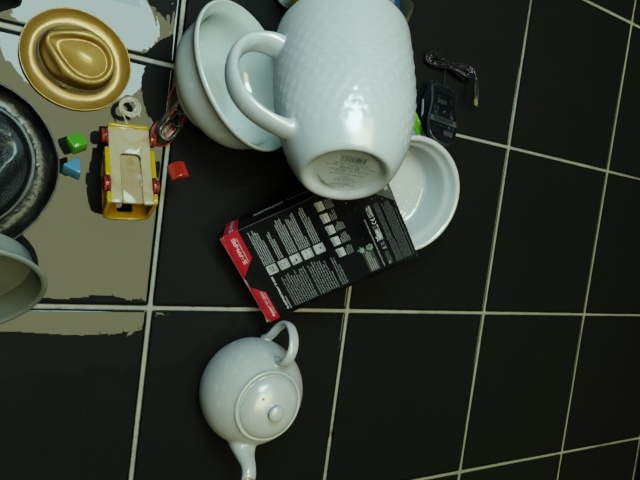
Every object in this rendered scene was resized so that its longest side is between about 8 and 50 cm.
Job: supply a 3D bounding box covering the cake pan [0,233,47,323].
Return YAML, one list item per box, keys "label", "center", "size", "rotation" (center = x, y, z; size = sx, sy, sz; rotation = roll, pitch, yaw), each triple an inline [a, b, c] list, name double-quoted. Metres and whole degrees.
- label: "cake pan"
  center: [-0.598, 0.068, 0.877]
  size: [0.293, 0.293, 0.054]
  rotation: [-6, 60, -30]

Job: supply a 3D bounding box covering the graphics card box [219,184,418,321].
- label: "graphics card box"
  center: [0.000, 0.000, 1.209]
  size: [0.370, 0.094, 0.233]
  rotation: [-25, 111, 6]

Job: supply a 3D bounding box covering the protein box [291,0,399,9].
- label: "protein box"
  center: [0.058, -0.512, 1.179]
  size: [0.201, 0.136, 0.200]
  rotation: [-48, 158, -16]

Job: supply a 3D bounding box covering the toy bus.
- label: "toy bus"
  center: [-0.371, -0.136, 1.052]
  size: [0.191, 0.104, 0.202]
  rotation: [43, 54, -7]

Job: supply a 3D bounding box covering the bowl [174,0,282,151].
- label: "bowl"
  center: [-0.188, -0.302, 1.088]
  size: [0.298, 0.134, 0.298]
  rotation: [32, 52, -54]

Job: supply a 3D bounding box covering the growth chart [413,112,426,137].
- label: "growth chart"
  center: [0.194, -0.224, 1.423]
  size: [0.237, 0.021, 0.172]
  rotation: [-48, 118, -16]

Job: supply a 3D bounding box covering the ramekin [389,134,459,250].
- label: "ramekin"
  center: [0.184, -0.120, 1.340]
  size: [0.277, 0.135, 0.277]
  rotation: [-6, 108, -20]

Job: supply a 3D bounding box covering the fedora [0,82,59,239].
- label: "fedora"
  center: [-0.575, -0.110, 0.848]
  size: [0.333, 0.152, 0.334]
  rotation: [-5, 100, -30]

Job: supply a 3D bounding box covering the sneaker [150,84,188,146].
- label: "sneaker"
  center: [-0.281, -0.258, 1.111]
  size: [0.061, 0.065, 0.158]
  rotation: [29, 83, -30]

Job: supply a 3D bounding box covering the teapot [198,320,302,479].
- label: "teapot"
  center: [-0.132, 0.339, 1.214]
  size: [0.252, 0.187, 0.256]
  rotation: [-30, 110, -24]

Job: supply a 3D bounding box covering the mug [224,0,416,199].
- label: "mug"
  center: [0.002, -0.268, 1.033]
  size: [0.373, 0.276, 0.328]
  rotation: [13, 59, -24]

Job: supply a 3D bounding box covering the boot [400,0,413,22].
- label: "boot"
  center: [0.126, -0.457, 1.323]
  size: [0.305, 0.112, 0.115]
  rotation: [-55, 149, -17]

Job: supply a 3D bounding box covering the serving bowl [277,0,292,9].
- label: "serving bowl"
  center: [-0.068, -0.548, 1.216]
  size: [0.083, 0.027, 0.084]
  rotation: [-5, 99, -30]

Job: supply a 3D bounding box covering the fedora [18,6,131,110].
- label: "fedora"
  center: [-0.438, -0.331, 1.000]
  size: [0.194, 0.079, 0.195]
  rotation: [-4, 99, -29]

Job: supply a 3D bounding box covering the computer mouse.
- label: "computer mouse"
  center: [0.339, -0.357, 1.460]
  size: [0.184, 0.060, 0.262]
  rotation: [7, 78, -27]
